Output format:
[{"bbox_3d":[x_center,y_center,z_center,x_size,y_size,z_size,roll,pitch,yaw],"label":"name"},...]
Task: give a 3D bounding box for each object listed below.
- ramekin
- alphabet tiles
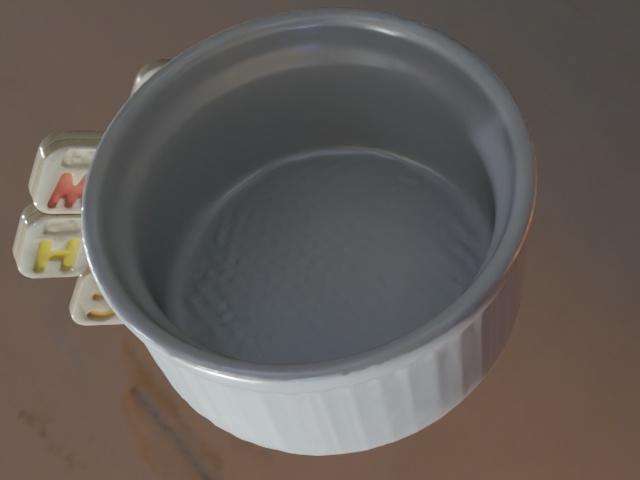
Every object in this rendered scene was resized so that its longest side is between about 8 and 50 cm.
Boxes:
[{"bbox_3d":[0.000,0.000,1.062,0.277,0.135,0.277,-5,-126,7],"label":"ramekin"},{"bbox_3d":[-0.084,-0.027,1.278,0.284,0.278,0.021,-1,-132,-26],"label":"alphabet tiles"}]
